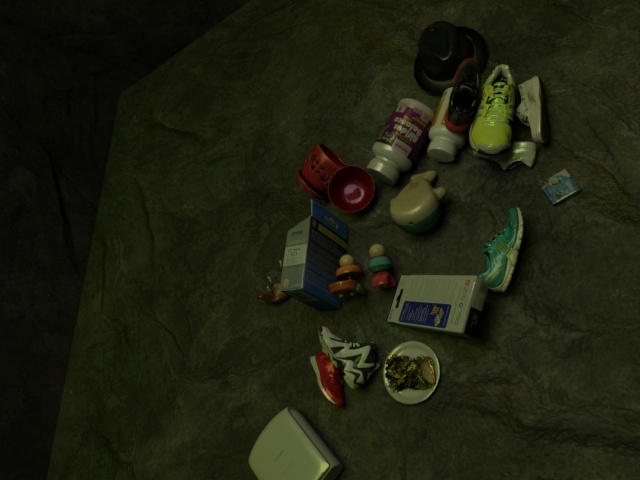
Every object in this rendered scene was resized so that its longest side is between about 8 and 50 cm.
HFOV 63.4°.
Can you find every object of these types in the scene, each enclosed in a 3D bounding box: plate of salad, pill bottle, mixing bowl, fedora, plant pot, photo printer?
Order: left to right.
[{"bbox_3d":[-0.099,0.736,1.736,0.256,0.107,0.307,-53,47,3],"label":"photo printer"},{"bbox_3d":[0.006,-0.279,2.136,0.174,0.191,0.191,-44,47,20],"label":"plant pot"},{"bbox_3d":[0.125,-0.195,2.035,0.181,0.098,0.182,-1,86,9],"label":"mixing bowl"},{"bbox_3d":[0.301,-0.369,1.960,0.169,0.169,0.302,27,86,43],"label":"pill bottle"},{"bbox_3d":[0.282,0.416,1.646,0.199,0.048,0.200,-18,58,31],"label":"plate of salad"},{"bbox_3d":[0.480,-0.740,2.025,0.333,0.152,0.334,-18,57,31],"label":"fedora"},{"bbox_3d":[0.472,-0.414,1.871,0.136,0.136,0.246,12,75,41],"label":"pill bottle"}]

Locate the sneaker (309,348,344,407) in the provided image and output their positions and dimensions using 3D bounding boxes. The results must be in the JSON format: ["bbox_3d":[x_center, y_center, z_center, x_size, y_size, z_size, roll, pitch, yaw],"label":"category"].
[{"bbox_3d":[0.051,0.452,1.784,0.128,0.087,0.221,-44,49,13],"label":"sneaker"}]

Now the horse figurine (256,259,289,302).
[{"bbox_3d":[-0.145,0.162,2.105,0.263,0.066,0.174,-52,41,1],"label":"horse figurine"}]

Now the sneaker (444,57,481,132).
[{"bbox_3d":[0.494,-0.511,1.753,0.097,0.135,0.276,15,77,8],"label":"sneaker"}]

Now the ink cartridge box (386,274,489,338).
[{"bbox_3d":[0.359,0.199,1.640,0.370,0.069,0.176,-4,63,60],"label":"ink cartridge box"}]

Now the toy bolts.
[{"bbox_3d":[0.137,0.100,1.823,0.228,0.218,0.159,-16,72,23],"label":"toy bolts"}]

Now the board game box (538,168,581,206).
[{"bbox_3d":[0.742,-0.164,1.607,0.090,0.020,0.090,-33,51,19],"label":"board game box"}]

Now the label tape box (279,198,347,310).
[{"bbox_3d":[-0.016,0.060,1.928,0.115,0.249,0.348,-12,61,33],"label":"label tape box"}]

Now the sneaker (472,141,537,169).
[{"bbox_3d":[0.611,-0.280,1.740,0.212,0.080,0.094,6,83,39],"label":"sneaker"}]

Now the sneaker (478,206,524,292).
[{"bbox_3d":[0.553,0.020,1.581,0.109,0.107,0.276,16,76,18],"label":"sneaker"}]

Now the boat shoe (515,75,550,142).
[{"bbox_3d":[0.702,-0.426,1.729,0.096,0.098,0.277,-14,50,33],"label":"boat shoe"}]

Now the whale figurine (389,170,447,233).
[{"bbox_3d":[0.355,-0.134,1.844,0.216,0.141,0.272,-14,35,32],"label":"whale figurine"}]

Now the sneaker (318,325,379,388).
[{"bbox_3d":[0.107,0.365,1.753,0.153,0.094,0.235,-28,60,-20],"label":"sneaker"}]

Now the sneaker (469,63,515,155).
[{"bbox_3d":[0.572,-0.434,1.721,0.145,0.147,0.385,2,51,18],"label":"sneaker"}]
